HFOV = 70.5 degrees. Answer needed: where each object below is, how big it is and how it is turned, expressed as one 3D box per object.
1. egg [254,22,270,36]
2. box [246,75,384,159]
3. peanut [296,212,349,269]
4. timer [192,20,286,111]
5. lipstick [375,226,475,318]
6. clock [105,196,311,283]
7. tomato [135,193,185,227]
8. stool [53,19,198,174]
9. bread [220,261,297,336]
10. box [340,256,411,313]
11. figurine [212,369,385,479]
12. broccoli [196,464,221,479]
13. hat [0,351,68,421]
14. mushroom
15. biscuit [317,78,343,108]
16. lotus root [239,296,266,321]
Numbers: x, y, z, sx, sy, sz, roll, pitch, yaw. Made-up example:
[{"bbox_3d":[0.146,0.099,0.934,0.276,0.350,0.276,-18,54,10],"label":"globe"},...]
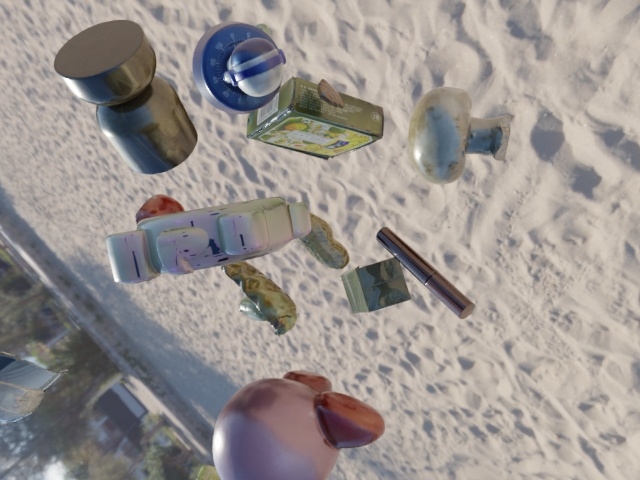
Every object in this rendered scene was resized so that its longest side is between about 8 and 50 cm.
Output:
[{"bbox_3d":[-0.237,-0.781,1.744,0.085,0.085,0.110,40,118,13],"label":"egg"},{"bbox_3d":[-0.026,-0.457,1.773,0.373,0.420,0.138,-9,76,57],"label":"box"},{"bbox_3d":[0.000,0.000,1.376,0.108,0.095,0.226,-38,98,26],"label":"peanut"},{"bbox_3d":[-0.199,-0.479,1.255,0.270,0.270,0.383,63,170,-26],"label":"timer"},{"bbox_3d":[0.275,0.078,1.243,0.356,0.057,0.057,48,158,41],"label":"lipstick"},{"bbox_3d":[-0.194,-0.008,0.839,0.310,0.284,0.114,-8,94,24],"label":"clock"},{"bbox_3d":[-0.431,-0.054,1.275,0.069,0.155,0.155,6,133,32],"label":"tomato"},{"bbox_3d":[-0.390,-0.288,0.948,0.179,0.179,0.264,32,158,26],"label":"stool"},{"bbox_3d":[-0.144,0.130,1.119,0.232,0.088,0.128,44,171,24],"label":"bread"},{"bbox_3d":[0.176,0.151,1.518,0.231,0.149,0.155,132,122,-76],"label":"box"},{"bbox_3d":[-0.075,0.341,0.810,0.211,0.261,0.270,42,166,-22],"label":"figurine"},{"bbox_3d":[-0.400,0.826,1.418,0.252,0.221,0.361,16,-178,-22],"label":"broccoli"},{"bbox_3d":[-0.917,0.454,1.388,0.232,0.275,0.161,46,-162,-54],"label":"hat"},{"bbox_3d":[0.409,-0.308,1.349,0.290,0.297,0.297,8,139,14],"label":"mushroom"},{"bbox_3d":[0.029,-0.483,1.496,0.019,0.130,0.119,-37,95,33],"label":"biscuit"},{"bbox_3d":[-0.223,0.229,1.561,0.183,0.077,0.090,0,135,52],"label":"lotus root"}]
